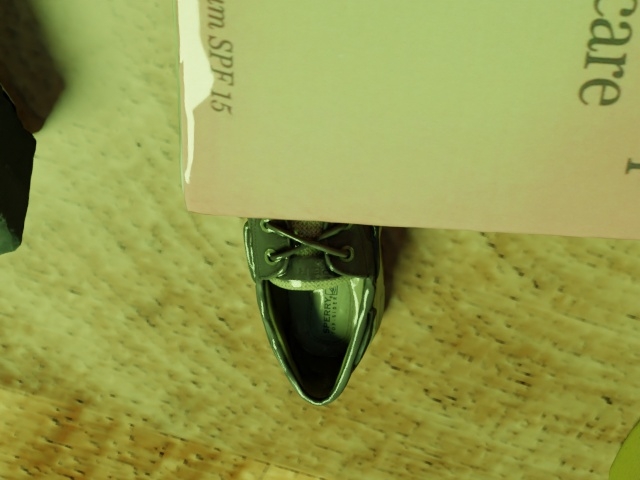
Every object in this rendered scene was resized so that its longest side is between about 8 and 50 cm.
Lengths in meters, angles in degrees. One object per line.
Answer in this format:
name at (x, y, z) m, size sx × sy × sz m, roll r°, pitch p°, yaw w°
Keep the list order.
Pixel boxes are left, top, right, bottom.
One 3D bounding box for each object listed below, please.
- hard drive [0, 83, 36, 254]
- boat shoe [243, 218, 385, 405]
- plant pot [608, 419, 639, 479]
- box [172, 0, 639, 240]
hard drive at (-0.267, -0.096, 0.503) m, size 0.237 × 0.064 × 0.339 m, roll -13°, pitch 139°, yaw 14°
boat shoe at (0.000, 0.000, 0.605) m, size 0.056 × 0.049 × 0.152 m, roll -4°, pitch 133°, yaw 10°
plant pot at (0.164, 0.113, 0.681) m, size 0.081 × 0.081 × 0.083 m, roll 33°, pitch 139°, yaw -24°
box at (0.079, -0.092, 0.457) m, size 0.232 × 0.127 × 0.148 m, roll 3°, pitch 133°, yaw 3°
